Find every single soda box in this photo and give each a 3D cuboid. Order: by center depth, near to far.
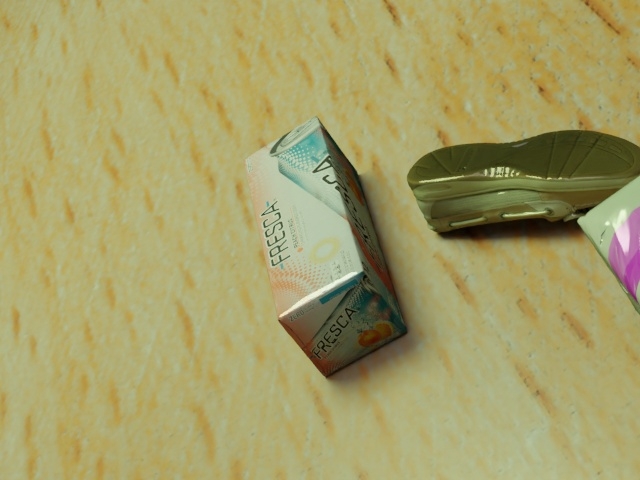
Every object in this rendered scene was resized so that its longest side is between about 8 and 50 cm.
[{"bbox_3d":[0.000,0.000,1.067,0.063,0.058,0.183,-30,35,10],"label":"soda box"}]

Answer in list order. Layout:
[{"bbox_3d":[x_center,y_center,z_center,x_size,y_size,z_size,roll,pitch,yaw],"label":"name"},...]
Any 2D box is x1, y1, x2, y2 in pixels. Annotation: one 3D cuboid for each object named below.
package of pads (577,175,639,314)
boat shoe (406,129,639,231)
[{"bbox_3d":[0.279,0.023,0.754,0.229,0.101,0.296,-34,35,6],"label":"package of pads"},{"bbox_3d":[0.126,-0.030,1.011,0.153,0.048,0.056,-4,33,29],"label":"boat shoe"}]
